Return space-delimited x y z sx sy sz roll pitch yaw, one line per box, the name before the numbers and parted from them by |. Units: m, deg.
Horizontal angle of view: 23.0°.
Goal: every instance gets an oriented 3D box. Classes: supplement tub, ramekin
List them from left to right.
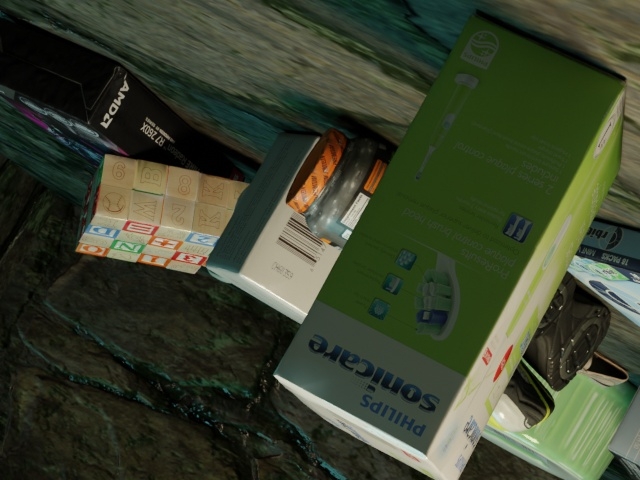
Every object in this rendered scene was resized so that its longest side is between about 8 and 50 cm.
supplement tub | 0.068 -0.028 1.589 0.190 0.117 0.117 31 172 -9
ramekin | 0.306 0.229 2.267 0.303 0.148 0.303 29 173 4

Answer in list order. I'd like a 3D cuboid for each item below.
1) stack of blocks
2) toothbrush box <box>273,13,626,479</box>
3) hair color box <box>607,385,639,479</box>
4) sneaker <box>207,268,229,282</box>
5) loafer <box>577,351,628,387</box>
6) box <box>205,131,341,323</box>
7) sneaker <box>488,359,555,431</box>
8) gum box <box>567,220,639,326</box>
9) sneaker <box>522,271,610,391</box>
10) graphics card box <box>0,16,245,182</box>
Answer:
stack of blocks | -0.165 -0.021 2.109 0.297 0.087 0.171 11 160 -14
toothbrush box | 0.100 0.016 1.114 0.122 0.283 0.206 28 172 15
hair color box | 0.574 0.325 2.028 0.374 0.113 0.185 25 171 28
sneaker | -0.135 -0.023 2.414 0.148 0.131 0.350 39 165 -15
loafer | 0.352 0.158 2.060 0.125 0.045 0.039 26 158 -29
box | 0.000 0.000 1.774 0.182 0.181 0.119 32 173 -23
sneaker | 0.156 0.157 1.858 0.145 0.147 0.384 51 179 -16
gum box | 0.309 0.044 1.440 0.184 0.041 0.157 34 172 -34
sneaker | 0.234 0.070 1.752 0.130 0.109 0.286 36 171 34
graphics card box | -0.284 -0.157 2.149 0.233 0.094 0.371 25 170 29
